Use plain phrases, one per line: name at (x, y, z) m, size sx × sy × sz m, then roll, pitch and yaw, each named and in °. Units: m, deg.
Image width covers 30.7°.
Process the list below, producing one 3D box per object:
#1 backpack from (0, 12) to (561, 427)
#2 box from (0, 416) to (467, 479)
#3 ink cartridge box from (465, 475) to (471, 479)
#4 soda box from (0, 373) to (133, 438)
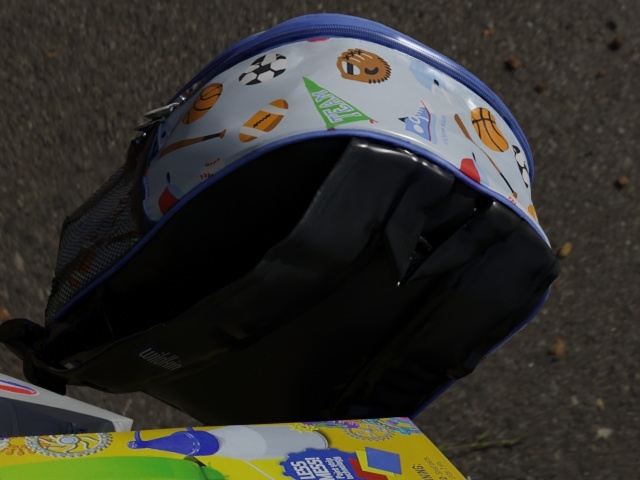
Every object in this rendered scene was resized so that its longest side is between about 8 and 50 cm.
backpack at (0.000, 0.000, 0.692) m, size 0.277 × 0.263 × 0.213 m, roll 26°, pitch 47°, yaw -32°
box at (-0.050, 0.205, 0.425) m, size 0.279 × 0.290 × 0.177 m, roll -1°, pitch 104°, yaw -18°
ink cartridge box at (0.063, 0.282, 0.811) m, size 0.065 × 0.311 × 0.185 m, roll 29°, pitch 97°, yaw -4°
soda box at (-0.302, 0.145, 0.929) m, size 0.286 × 0.098 × 0.091 m, roll 15°, pitch 89°, yaw 20°
